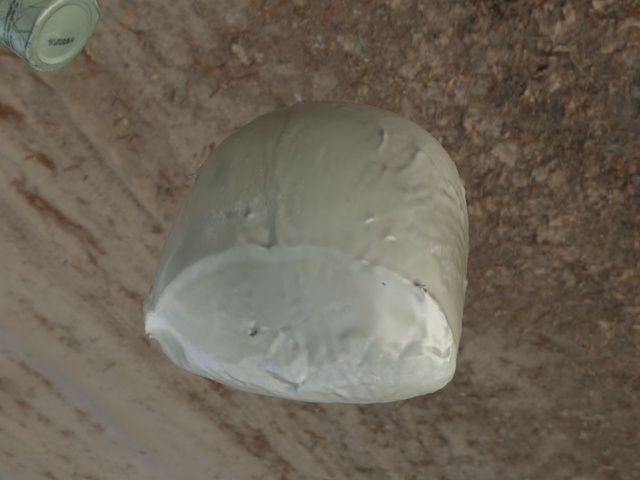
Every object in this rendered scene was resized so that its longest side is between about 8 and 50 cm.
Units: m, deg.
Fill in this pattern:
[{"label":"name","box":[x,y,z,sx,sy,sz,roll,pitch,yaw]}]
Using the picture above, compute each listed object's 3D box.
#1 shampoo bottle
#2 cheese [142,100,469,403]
[{"label":"shampoo bottle","box":[-0.242,-0.194,0.534,0.204,0.065,0.065,39,144,11]},{"label":"cheese","box":[0.000,0.000,0.514,0.198,0.189,0.154,4,138,21]}]
